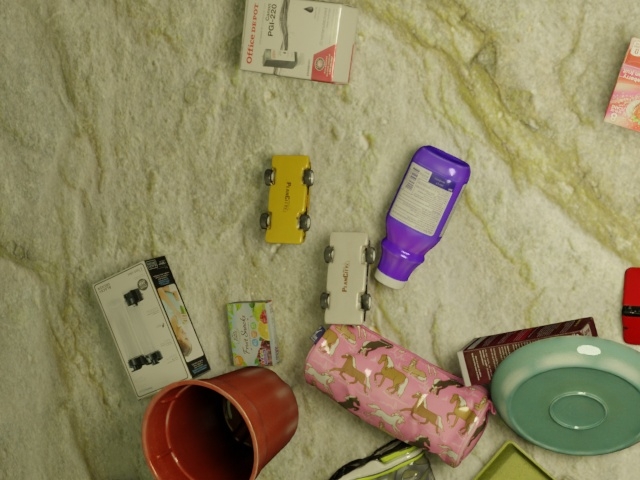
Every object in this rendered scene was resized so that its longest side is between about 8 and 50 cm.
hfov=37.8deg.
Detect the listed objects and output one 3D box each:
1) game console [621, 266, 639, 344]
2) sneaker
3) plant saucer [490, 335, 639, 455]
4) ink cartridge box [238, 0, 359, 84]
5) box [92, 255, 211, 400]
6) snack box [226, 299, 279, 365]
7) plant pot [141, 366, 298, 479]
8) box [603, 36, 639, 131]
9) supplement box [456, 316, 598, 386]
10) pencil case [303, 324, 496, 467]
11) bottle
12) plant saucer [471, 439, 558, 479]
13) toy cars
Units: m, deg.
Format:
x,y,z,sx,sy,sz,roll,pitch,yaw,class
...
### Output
x,y,z,sx,sy,sz,roll,pitch,yaw,class
0.628,0.124,1.700,0.144,0.085,0.124,2,129,25,game console
0.107,0.516,1.946,0.300,0.111,0.121,-33,87,27,sneaker
0.466,0.296,1.688,0.317,0.044,0.318,7,132,8,plant saucer
-0.047,-0.409,1.893,0.217,0.092,0.159,12,102,25,ink cartridge box
-0.387,0.200,2.136,0.169,0.087,0.290,-25,86,25,box
-0.148,0.204,2.054,0.100,0.037,0.141,-4,95,26,snack box
-0.191,0.394,1.975,0.272,0.265,0.273,3,98,24,plant pot
0.652,-0.227,1.568,0.299,0.142,0.154,21,105,21,box
0.393,0.209,1.756,0.239,0.130,0.073,-15,91,26,supplement box
0.155,0.294,1.865,0.386,0.160,0.167,28,137,19,pencil case
0.190,-0.041,1.834,0.118,0.092,0.283,29,108,19,bottle
0.394,0.513,1.844,0.188,0.045,0.188,41,111,14,plant saucer
0.000,0.000,1.914,0.176,0.087,0.394,-39,74,6,toy cars
